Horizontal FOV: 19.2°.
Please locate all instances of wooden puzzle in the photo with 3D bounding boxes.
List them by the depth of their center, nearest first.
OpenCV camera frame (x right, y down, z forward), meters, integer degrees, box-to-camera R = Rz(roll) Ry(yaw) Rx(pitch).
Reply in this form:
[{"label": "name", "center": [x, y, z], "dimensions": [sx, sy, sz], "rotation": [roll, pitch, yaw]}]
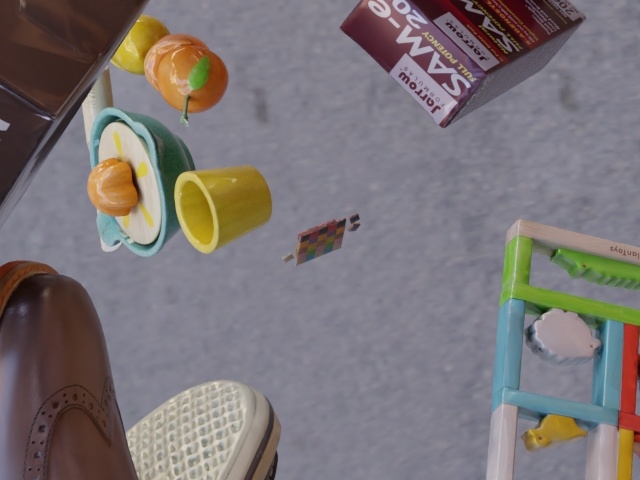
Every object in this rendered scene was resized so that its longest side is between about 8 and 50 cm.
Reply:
[{"label": "wooden puzzle", "center": [0.000, 0.000, 1.784], "dimensions": [0.006, 0.083, 0.049], "rotation": [58, 157, 26]}]

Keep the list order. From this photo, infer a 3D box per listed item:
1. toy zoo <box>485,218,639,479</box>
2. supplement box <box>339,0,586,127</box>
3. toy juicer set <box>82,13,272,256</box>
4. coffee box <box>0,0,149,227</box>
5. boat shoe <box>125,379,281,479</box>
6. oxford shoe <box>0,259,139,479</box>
[{"label": "toy zoo", "center": [0.226, 0.139, 1.471], "dimensions": [0.030, 0.192, 0.293], "rotation": [126, 153, -62]}, {"label": "supplement box", "center": [0.132, -0.195, 1.693], "dimensions": [0.130, 0.239, 0.073], "rotation": [44, 123, 8]}, {"label": "toy juicer set", "center": [-0.171, -0.088, 1.646], "dimensions": [0.329, 0.089, 0.209], "rotation": [-5, 102, 60]}, {"label": "coffee box", "center": [-0.215, -0.060, 0.888], "dimensions": [0.168, 0.119, 0.297], "rotation": [36, 139, -7]}, {"label": "boat shoe", "center": [-0.145, 0.338, 1.359], "dimensions": [0.187, 0.156, 0.500], "rotation": [4, 66, 50]}, {"label": "oxford shoe", "center": [-0.093, 0.184, 0.943], "dimensions": [0.133, 0.130, 0.363], "rotation": [-10, 90, 23]}]
